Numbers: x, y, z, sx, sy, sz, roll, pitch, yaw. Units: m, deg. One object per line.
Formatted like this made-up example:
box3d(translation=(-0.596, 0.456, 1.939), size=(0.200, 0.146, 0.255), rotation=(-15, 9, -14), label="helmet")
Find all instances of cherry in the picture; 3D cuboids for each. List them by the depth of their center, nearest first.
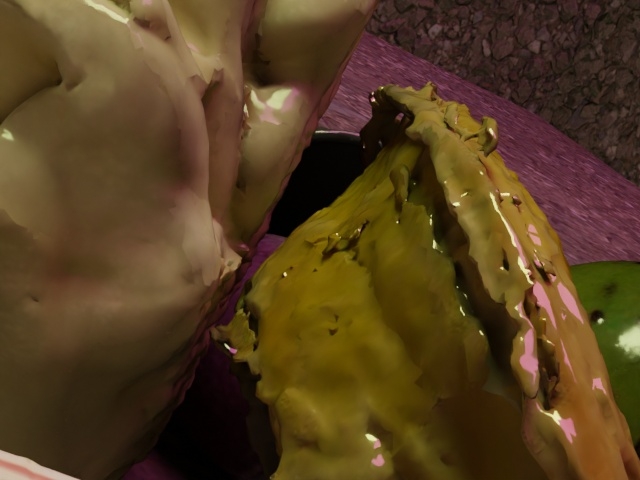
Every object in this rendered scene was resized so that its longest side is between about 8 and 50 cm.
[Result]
box3d(translation=(-0.056, 0.052, 0.772), size=(0.188, 0.115, 0.148), rotation=(19, 54, -12), label="cherry")

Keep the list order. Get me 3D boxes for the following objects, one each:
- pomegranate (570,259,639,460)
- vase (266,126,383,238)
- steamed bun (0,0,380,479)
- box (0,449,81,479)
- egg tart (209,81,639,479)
box3d(translation=(0.146, 0.114, 0.824), size=(0.202, 0.202, 0.248), rotation=(32, 43, 12), label="pomegranate")
box3d(translation=(0.000, 0.000, 1.012), size=(0.251, 0.156, 0.301), rotation=(43, 4, -13), label="vase")
box3d(translation=(-0.103, -0.065, 0.632), size=(0.203, 0.289, 0.276), rotation=(27, 21, -3), label="steamed bun")
box3d(translation=(-0.177, 0.094, 0.331), size=(0.330, 0.095, 0.210), rotation=(23, 15, -24), label="box")
box3d(translation=(0.036, 0.095, 0.576), size=(0.120, 0.315, 0.315), rotation=(-14, 21, -4), label="egg tart")
